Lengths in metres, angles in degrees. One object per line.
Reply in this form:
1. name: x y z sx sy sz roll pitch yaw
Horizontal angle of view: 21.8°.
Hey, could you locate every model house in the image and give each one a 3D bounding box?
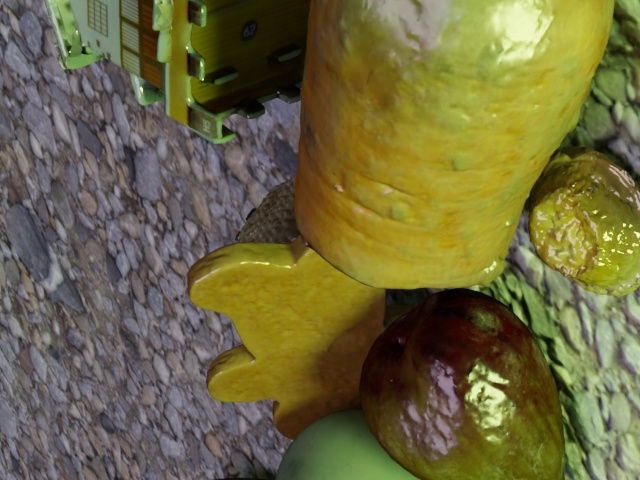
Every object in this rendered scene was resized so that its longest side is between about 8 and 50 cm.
1. model house: -0.093 -0.222 1.424 0.215 0.224 0.198 30 132 37

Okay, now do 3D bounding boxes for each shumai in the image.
1. shumai: -0.001 0.004 1.552 0.116 0.146 0.145 30 153 -26

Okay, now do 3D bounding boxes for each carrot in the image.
1. carrot: 0.091 -0.127 1.254 0.224 0.224 0.341 43 139 27

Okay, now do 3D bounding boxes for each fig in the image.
1. fig: 0.150 0.175 1.440 0.170 0.145 0.274 -31 99 39

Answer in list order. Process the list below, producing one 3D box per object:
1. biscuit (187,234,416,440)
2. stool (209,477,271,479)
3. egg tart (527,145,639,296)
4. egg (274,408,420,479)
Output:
1. biscuit: -0.006 0.087 1.523 0.340 0.216 0.047 68 -171 -53
2. stool: -0.099 0.406 1.783 0.272 0.272 0.178 28 145 39
3. egg tart: 0.209 -0.012 1.322 0.129 0.049 0.129 26 128 38
4. egg: 0.065 0.291 1.543 0.203 0.203 0.283 -35 80 53
